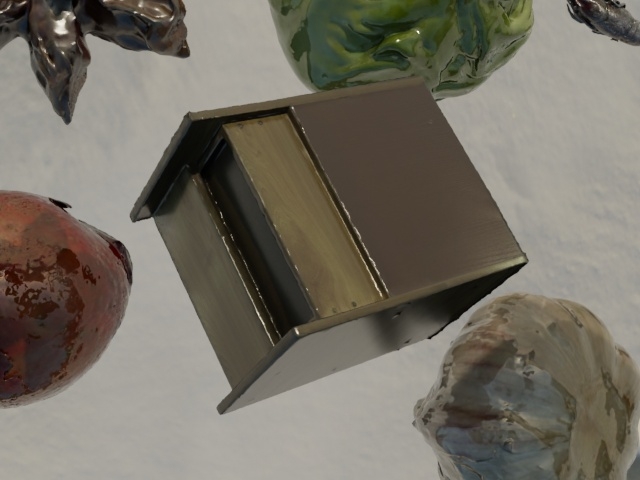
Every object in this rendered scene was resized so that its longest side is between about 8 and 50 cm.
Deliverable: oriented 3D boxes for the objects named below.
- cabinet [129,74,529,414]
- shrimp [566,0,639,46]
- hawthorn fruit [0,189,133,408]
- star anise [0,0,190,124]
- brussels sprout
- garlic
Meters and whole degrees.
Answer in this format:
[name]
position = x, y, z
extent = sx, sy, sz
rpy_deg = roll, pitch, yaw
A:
[cabinet]
position = 0.000, 0.000, 0.775
extent = 0.175, 0.215, 0.148
rpy_deg = 62, 141, 16
[shrimp]
position = 0.384, -0.313, 1.427
extent = 0.165, 0.065, 0.057
rpy_deg = 31, 112, -10
[hawthorn fruit]
position = -0.393, 0.072, 1.349
extent = 0.315, 0.316, 0.316
rpy_deg = 3, 124, 4
[star anise]
position = -0.194, -0.221, 0.825
extent = 0.214, 0.099, 0.220
rpy_deg = -44, 85, -2
[brussels sprout]
position = 0.101, -0.284, 1.165
extent = 0.247, 0.328, 0.328
rpy_deg = 45, 126, 25
[garlic]
position = 0.150, 0.149, 0.896
extent = 0.212, 0.219, 0.219
rpy_deg = -4, 131, 49
